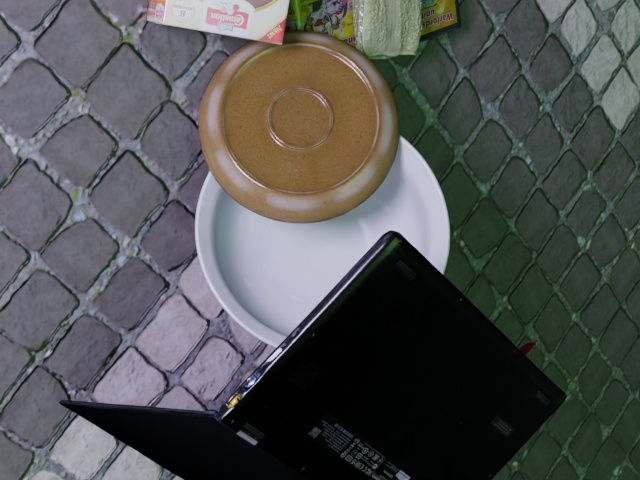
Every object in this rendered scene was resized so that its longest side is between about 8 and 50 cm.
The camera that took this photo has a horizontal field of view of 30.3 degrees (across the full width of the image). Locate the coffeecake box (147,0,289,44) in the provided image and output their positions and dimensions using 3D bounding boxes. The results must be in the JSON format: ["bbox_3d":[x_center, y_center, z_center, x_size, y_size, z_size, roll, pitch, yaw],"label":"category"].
[{"bbox_3d":[-0.102,-0.320,1.299,0.142,0.068,0.186,5,102,-25],"label":"coffeecake box"}]

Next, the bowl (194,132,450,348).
[{"bbox_3d":[0.000,0.000,1.417,0.297,0.134,0.298,1,78,-3],"label":"bowl"}]

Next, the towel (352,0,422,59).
[{"bbox_3d":[0.084,-0.299,1.461,0.110,0.027,0.148,-15,112,-37],"label":"towel"}]

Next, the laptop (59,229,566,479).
[{"bbox_3d":[-0.003,0.187,1.371,0.408,0.236,0.382,-47,129,2],"label":"laptop"}]

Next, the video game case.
[{"bbox_3d":[0.058,-0.353,1.466,0.275,0.035,0.248,-24,117,-33],"label":"video game case"}]

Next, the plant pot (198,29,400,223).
[{"bbox_3d":[-0.023,-0.137,1.362,0.236,0.032,0.236,1,78,-4],"label":"plant pot"}]

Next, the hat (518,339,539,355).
[{"bbox_3d":[0.251,0.236,1.697,0.208,0.183,0.173,42,76,-39],"label":"hat"}]
